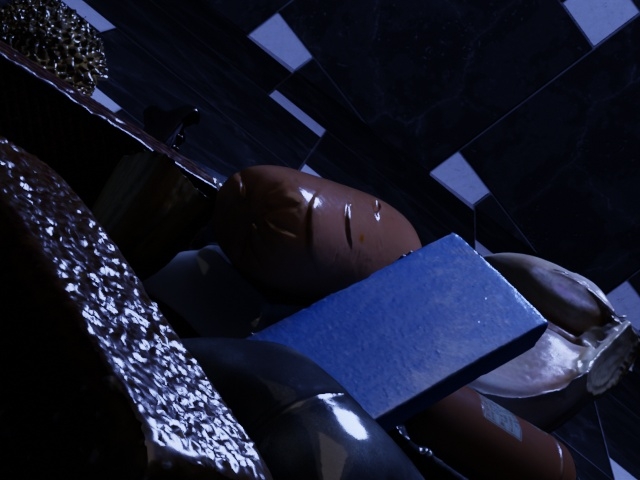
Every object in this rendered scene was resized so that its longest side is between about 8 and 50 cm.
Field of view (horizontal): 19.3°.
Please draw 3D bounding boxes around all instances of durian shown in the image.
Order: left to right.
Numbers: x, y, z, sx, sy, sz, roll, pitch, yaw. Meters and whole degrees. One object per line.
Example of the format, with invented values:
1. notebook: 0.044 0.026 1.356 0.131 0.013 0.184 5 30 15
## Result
1. durian: -0.316 -0.242 2.295 0.188 0.091 0.148 31 13 -47

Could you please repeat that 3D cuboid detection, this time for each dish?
1. dish: -0.076 0.062 1.870 0.151 0.077 0.212 43 11 17

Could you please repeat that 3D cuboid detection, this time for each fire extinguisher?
1. fire extinguisher: 0.157 0.241 1.895 0.376 0.113 0.200 31 40 -33

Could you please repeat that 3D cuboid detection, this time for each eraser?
1. eraser: 0.058 0.102 1.761 0.312 0.042 0.144 -27 59 -34

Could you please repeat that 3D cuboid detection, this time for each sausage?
1. sausage: 0.000 0.000 1.844 0.121 0.121 0.304 44 11 25

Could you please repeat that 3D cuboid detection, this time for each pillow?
1. pillow: -0.024 0.160 1.561 0.250 0.106 0.186 43 21 31

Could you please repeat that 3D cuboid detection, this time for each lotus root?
1. lotus root: -0.166 -0.017 1.761 0.095 0.135 0.159 36 1 -12

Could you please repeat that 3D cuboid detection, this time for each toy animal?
1. toy animal: -0.154 -0.042 2.114 0.117 0.121 0.210 -8 -46 37

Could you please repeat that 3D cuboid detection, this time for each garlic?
1. garlic: 0.232 0.128 2.275 0.292 0.237 0.210 13 -9 20

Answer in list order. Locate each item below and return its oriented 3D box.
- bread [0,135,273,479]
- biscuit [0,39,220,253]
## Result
1. bread: -0.188 0.071 1.357 0.165 0.113 0.416 27 17 -47
2. biscuit: -0.266 -0.100 1.820 0.388 0.107 0.073 32 10 -33
